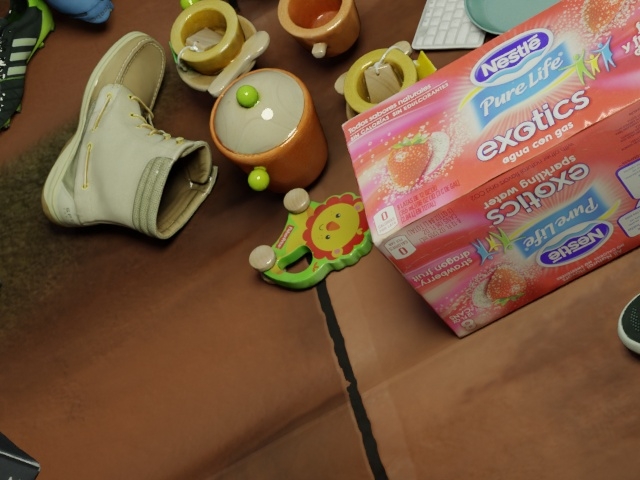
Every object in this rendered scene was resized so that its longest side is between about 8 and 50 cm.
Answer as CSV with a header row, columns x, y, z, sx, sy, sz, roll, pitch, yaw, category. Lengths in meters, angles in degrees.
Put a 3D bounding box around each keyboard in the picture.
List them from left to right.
x,y,z,sx,sy,sz,roll,pitch,yaw,category
0.152,-0.282,1.763,0.072,0.014,0.256,-2,57,35,keyboard

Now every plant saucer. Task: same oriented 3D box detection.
x,y,z,sx,sy,sz,roll,pitch,yaw,category
0.188,-0.226,1.680,0.119,0.021,0.119,-16,51,20,plant saucer

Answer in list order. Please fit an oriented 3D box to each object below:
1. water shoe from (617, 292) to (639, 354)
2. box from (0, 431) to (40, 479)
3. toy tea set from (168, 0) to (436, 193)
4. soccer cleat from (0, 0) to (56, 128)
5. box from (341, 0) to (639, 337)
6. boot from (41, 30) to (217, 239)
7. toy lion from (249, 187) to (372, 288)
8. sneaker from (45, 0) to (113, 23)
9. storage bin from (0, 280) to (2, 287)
x,y,z,sx,sy,sz,roll,pitch,yaw,category
0.303,0.036,1.352,0.203,0.080,0.073,-9,52,30,water shoe
-0.443,0.236,1.623,0.294,0.182,0.296,29,90,45,box
-0.050,-0.195,1.709,0.200,0.124,0.336,-36,57,0,toy tea set
-0.343,-0.194,2.009,0.060,0.072,0.179,-3,56,34,soccer cleat
0.189,-0.074,1.472,0.300,0.154,0.142,-29,44,16,box
-0.164,-0.102,1.805,0.165,0.077,0.213,8,68,40,boot
0.000,0.000,1.641,0.096,0.034,0.100,19,70,35,toy lion
-0.272,-0.276,2.036,0.069,0.082,0.209,-42,23,-2,sneaker
-0.388,0.080,1.818,0.135,0.098,0.091,-15,60,27,storage bin
